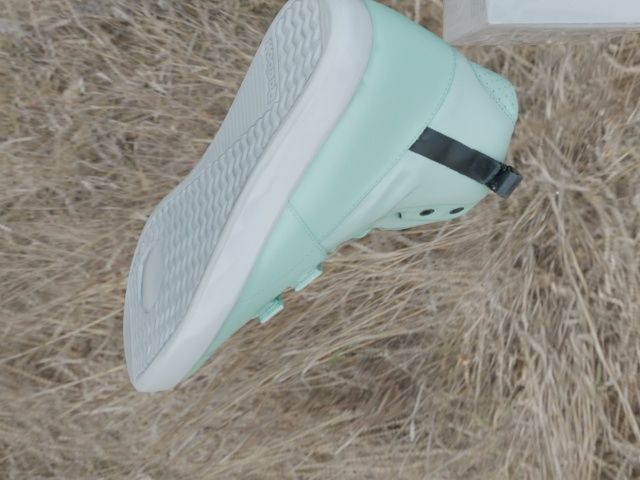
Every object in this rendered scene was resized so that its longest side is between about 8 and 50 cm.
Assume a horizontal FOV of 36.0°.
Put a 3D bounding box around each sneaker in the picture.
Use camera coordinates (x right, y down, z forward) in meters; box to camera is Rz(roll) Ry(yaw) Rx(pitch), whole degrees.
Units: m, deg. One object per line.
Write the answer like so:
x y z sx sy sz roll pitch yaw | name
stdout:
0.000 0.000 0.524 0.256 0.151 0.094 -53 40 30 | sneaker

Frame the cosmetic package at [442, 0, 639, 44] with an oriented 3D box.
0.194 -0.271 0.851 0.155 0.365 0.196 0 100 3 | cosmetic package
